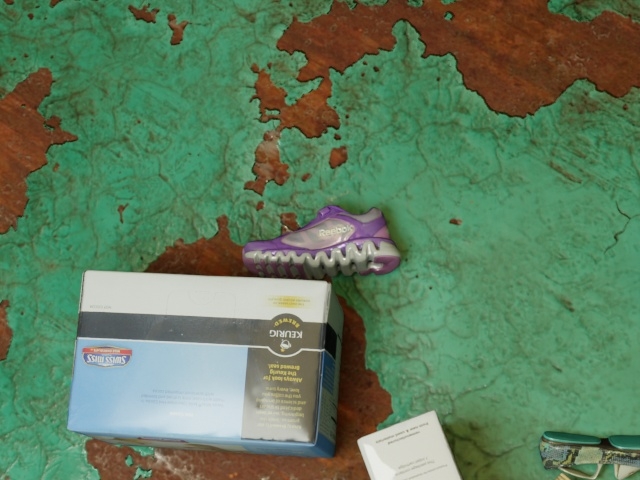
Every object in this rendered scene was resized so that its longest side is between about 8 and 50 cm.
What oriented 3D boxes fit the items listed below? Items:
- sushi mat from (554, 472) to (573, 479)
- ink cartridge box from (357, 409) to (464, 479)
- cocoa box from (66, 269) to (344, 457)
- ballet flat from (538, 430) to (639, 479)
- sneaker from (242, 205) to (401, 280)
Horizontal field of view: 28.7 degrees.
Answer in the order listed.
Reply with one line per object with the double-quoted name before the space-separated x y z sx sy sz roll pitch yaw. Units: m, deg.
"sushi mat" 0.401 0.470 1.687 0.316 0.019 0.151 40 78 19
"ink cartridge box" 0.156 0.388 1.693 0.117 0.201 0.278 -21 74 2
"cocoa box" -0.151 0.181 1.770 0.347 0.231 0.228 2 76 8
"ballet flat" 0.402 0.306 1.765 0.188 0.070 0.070 3 76 10
"sneaker" 0.000 0.000 1.877 0.236 0.095 0.104 -5 68 1
